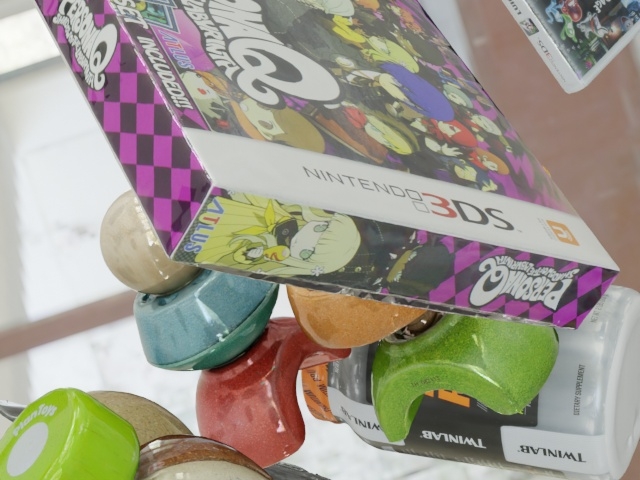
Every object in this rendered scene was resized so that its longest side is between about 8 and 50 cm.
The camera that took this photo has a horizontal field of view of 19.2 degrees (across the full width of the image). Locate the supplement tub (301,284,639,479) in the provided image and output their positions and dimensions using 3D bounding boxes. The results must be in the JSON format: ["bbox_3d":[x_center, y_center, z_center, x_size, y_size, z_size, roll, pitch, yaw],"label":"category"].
[{"bbox_3d":[0.092,0.074,1.116,0.117,0.190,0.117,6,-90,-70],"label":"supplement tub"}]

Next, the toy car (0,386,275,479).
[{"bbox_3d":[-0.090,0.115,0.707,0.155,0.149,0.188,39,-178,-29],"label":"toy car"}]

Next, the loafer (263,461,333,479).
[{"bbox_3d":[-0.007,0.196,1.338,0.078,0.223,0.076,-39,-38,-66],"label":"loafer"}]

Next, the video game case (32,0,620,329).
[{"bbox_3d":[-0.011,-0.065,0.777,0.210,0.042,0.232,12,-146,-39],"label":"video game case"}]

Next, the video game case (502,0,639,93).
[{"bbox_3d":[0.167,-0.215,1.238,0.173,0.190,0.022,54,143,-10],"label":"video game case"}]

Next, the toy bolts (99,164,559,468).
[{"bbox_3d":[0.000,0.000,0.999,0.158,0.228,0.218,54,-144,-23],"label":"toy bolts"}]
